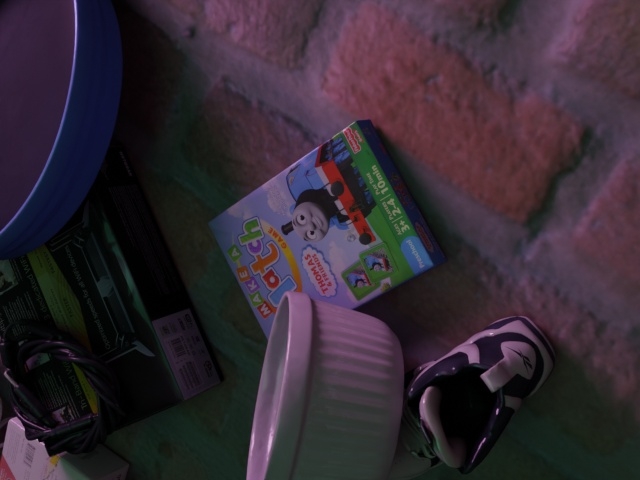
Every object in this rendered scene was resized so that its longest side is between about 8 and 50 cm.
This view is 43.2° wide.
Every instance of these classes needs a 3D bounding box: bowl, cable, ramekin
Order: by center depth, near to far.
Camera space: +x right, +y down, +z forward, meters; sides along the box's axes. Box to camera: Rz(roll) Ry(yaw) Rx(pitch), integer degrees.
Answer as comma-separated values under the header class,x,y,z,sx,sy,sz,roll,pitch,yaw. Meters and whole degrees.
class,x,y,z,sx,sy,sz,roll,pitch,yaw
ramekin,0.002,0.156,0.748,0.109,0.207,0.207,10,106,-7
cable,-0.300,0.176,0.924,0.184,0.047,0.150,16,106,26
bowl,-0.375,-0.163,0.932,0.391,0.077,0.391,-7,78,35

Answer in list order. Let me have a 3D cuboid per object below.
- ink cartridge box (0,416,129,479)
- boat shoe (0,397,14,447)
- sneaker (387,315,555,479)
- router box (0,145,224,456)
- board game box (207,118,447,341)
class,x,y,z,sx,sy,sz,roll,pitch,yaw
ink cartridge box,-0.321,0.315,1.042,0.198,0.067,0.115,27,111,25
boat shoe,-0.489,0.279,1.093,0.156,0.136,0.367,29,114,23
sneaker,0.098,0.166,0.732,0.235,0.153,0.094,-37,79,29
router box,-0.282,0.077,0.973,0.243,0.081,0.309,-26,85,30
board game box,0.000,0.000,0.826,0.211,0.039,0.160,-32,83,30
